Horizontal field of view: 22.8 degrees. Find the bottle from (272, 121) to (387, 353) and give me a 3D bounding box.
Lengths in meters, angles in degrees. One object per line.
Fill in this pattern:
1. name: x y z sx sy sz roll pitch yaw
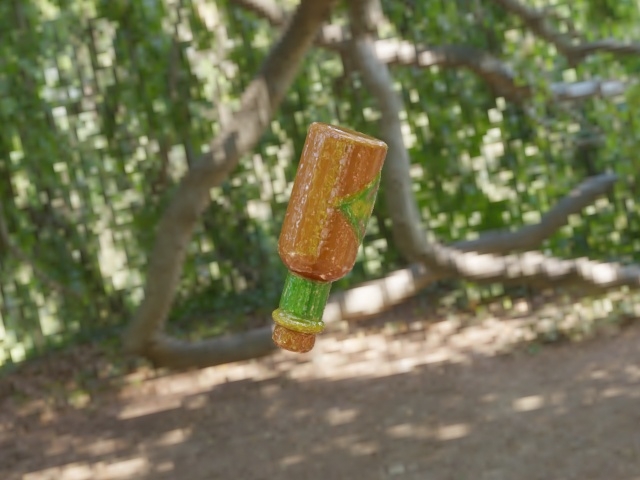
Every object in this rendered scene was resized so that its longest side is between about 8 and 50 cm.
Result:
1. bottle: 0.000 0.000 1.293 0.069 0.187 0.069 15 10 -3
